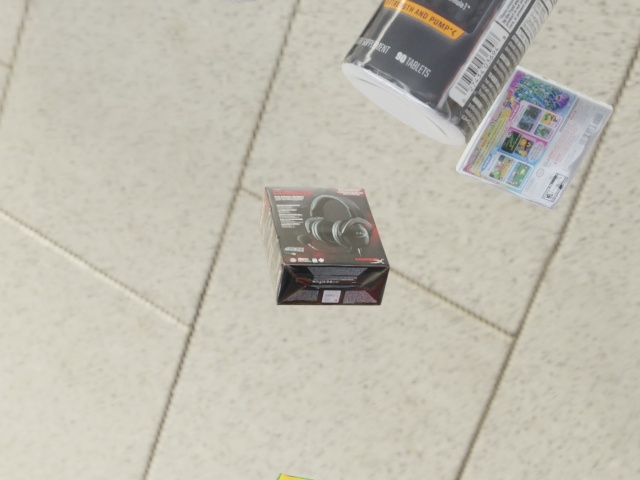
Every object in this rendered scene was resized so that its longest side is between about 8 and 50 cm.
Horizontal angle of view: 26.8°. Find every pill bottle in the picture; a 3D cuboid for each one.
[{"bbox_3d":[0.133,-0.214,1.146,0.130,0.130,0.246,31,87,24],"label":"pill bottle"}]

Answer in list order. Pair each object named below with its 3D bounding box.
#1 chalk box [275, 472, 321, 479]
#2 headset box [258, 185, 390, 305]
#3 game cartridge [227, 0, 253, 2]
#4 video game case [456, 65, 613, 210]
[{"bbox_3d":[0.006,0.315,1.062,0.132,0.132,0.213,8,106,8],"label":"chalk box"},{"bbox_3d":[0.000,0.000,0.776,0.083,0.062,0.032,-104,21,-49],"label":"headset box"},{"bbox_3d":[-0.086,-0.405,1.397,0.060,0.196,0.294,-2,90,-6],"label":"game cartridge"},{"bbox_3d":[0.269,-0.128,1.695,0.143,0.019,0.157,21,116,-13],"label":"video game case"}]
